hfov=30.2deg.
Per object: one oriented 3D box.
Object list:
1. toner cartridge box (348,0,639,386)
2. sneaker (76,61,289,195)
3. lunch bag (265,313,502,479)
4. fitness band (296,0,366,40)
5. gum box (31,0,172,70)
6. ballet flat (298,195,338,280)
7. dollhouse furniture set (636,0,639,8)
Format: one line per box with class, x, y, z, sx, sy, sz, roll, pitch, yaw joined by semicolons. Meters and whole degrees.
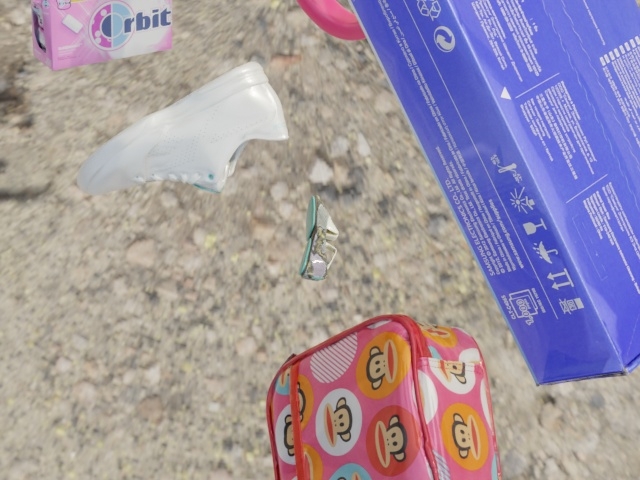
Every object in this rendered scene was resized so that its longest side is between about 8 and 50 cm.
toner cartridge box;0.130;-0.102;0.729;0.165;0.075;0.348;-30;97;-39
sneaker;-0.129;-0.079;1.113;0.212;0.080;0.094;-28;95;16
lunch bag;0.048;0.236;1.144;0.120;0.293;0.258;15;148;-41
fitness band;0.014;-0.409;1.585;0.054;0.209;0.291;-35;114;-31
gum box;-0.290;-0.296;1.555;0.188;0.062;0.107;-18;127;-33
ballet flat;0.000;0.000;1.328;0.041;0.114;0.041;4;141;3
dollhouse furniture set;0.328;-0.123;1.352;0.151;0.198;0.302;0;119;6
